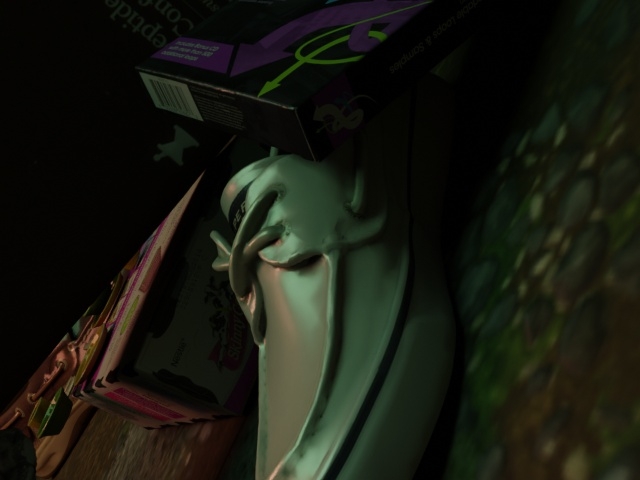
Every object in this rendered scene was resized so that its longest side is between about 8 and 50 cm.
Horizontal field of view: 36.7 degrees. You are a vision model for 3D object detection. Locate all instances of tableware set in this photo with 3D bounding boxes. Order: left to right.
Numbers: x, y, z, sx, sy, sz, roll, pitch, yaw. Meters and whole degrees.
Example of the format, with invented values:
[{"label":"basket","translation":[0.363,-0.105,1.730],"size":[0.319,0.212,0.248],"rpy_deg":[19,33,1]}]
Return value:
[{"label":"tableware set","translation":[-0.173,0.070,0.701],"size":[0.154,0.024,0.104],"rpy_deg":[-67,16,-16]}]

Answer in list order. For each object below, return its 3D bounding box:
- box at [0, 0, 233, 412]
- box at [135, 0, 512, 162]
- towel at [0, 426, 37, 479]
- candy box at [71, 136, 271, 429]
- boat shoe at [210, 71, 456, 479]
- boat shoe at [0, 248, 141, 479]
[{"label":"box","translation":[-0.167,-0.067,0.540],"size":[0.381,0.191,0.143],"rpy_deg":[-53,10,-14]},{"label":"box","translation":[0.014,-0.101,0.422],"size":[0.162,0.029,0.116],"rpy_deg":[-41,38,-25]},{"label":"towel","translation":[-0.186,0.274,0.496],"size":[0.235,0.121,0.283],"rpy_deg":[-58,9,46]},{"label":"candy box","translation":[-0.088,0.040,0.654],"size":[0.233,0.071,0.159],"rpy_deg":[-29,36,65]},{"label":"boat shoe","translation":[0.000,0.000,0.398],"size":[0.096,0.088,0.267],"rpy_deg":[-47,22,45]},{"label":"boat shoe","translation":[-0.291,0.122,1.082],"size":[0.342,0.123,0.123],"rpy_deg":[-55,17,26]}]
